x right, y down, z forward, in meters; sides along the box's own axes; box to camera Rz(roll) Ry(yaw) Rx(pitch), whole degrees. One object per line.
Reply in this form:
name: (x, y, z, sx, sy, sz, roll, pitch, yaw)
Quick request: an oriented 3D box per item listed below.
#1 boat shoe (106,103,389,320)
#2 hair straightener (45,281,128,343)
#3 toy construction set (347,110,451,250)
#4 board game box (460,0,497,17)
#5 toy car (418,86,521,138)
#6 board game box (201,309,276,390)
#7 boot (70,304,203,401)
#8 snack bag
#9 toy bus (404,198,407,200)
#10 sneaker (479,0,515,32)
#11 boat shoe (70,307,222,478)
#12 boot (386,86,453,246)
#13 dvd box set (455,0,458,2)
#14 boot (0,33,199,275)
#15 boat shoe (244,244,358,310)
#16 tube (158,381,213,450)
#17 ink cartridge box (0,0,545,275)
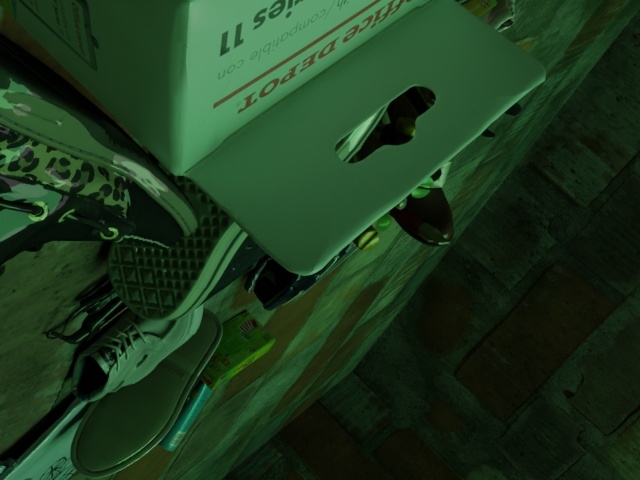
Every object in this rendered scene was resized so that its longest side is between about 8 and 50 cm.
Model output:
boat shoe: (-0.073, -0.094, 0.980, 0.500, 0.187, 0.156, -48, 170, 33)
hair straightener: (-0.267, 0.057, 1.128, 0.230, 0.047, 0.089, -35, 150, -22)
toy construction set: (0.087, -0.065, 1.173, 0.309, 0.237, 0.257, 26, 99, -42)
board game box: (0.163, -0.299, 1.223, 0.124, 0.039, 0.259, -25, -166, 35)
toy car: (0.248, -0.257, 1.449, 0.155, 0.188, 0.149, -41, 165, -24)
board game box: (-0.183, 0.218, 1.704, 0.181, 0.092, 0.043, -31, 159, -49)
boot: (-0.271, 0.151, 1.228, 0.123, 0.095, 0.258, -31, 164, -52)
snack bag: (-0.485, 0.396, 1.422, 0.342, 0.037, 0.323, -46, 167, -15)
toy bus: (0.027, -0.111, 1.344, 0.202, 0.104, 0.190, -16, 120, -24)
sneaker: (0.329, -0.417, 1.492, 0.134, 0.070, 0.051, -46, 164, -9)
boat shoe: (-0.289, 0.262, 1.421, 0.340, 0.127, 0.113, -59, 179, -32)
boot: (0.164, -0.144, 1.381, 0.096, 0.264, 0.280, -16, 162, -8)
dvd box set: (0.196, -0.448, 1.019, 0.308, 0.062, 0.420, -37, 163, -31)
boot: (-0.275, 0.002, 0.711, 0.284, 0.138, 0.377, -48, 163, -1)
boat shoe: (0.000, 0.000, 1.553, 0.340, 0.127, 0.158, -50, 174, 17)
tube: (-0.299, 0.389, 1.947, 0.207, 0.052, 0.080, -53, 171, 5)
ink cartridge box: (-0.058, -0.177, 0.402, 0.207, 0.353, 0.119, -40, 165, -27)
